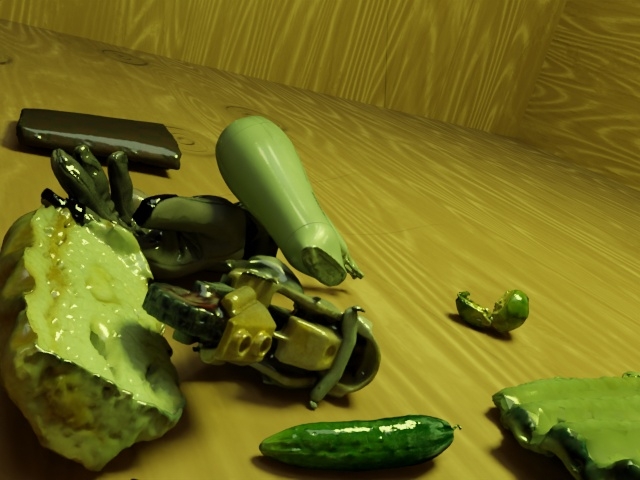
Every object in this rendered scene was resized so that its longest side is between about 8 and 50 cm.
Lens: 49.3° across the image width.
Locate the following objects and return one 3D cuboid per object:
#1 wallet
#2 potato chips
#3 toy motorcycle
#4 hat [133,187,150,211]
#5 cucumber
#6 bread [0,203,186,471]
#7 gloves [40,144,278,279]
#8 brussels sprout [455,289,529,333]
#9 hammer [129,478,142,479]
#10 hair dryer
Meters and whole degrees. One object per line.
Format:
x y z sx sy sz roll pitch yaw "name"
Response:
-0.336 -0.157 1.057 0.229 0.049 0.182 6 20 -24 "wallet"
0.365 0.198 0.589 0.429 0.070 0.358 10 14 -29 "potato chips"
-0.030 0.070 0.541 0.130 0.094 0.229 26 1 26 "toy motorcycle"
-0.230 -0.040 0.801 0.087 0.042 0.058 2 22 -37 "hat"
0.039 0.145 0.497 0.168 0.039 0.039 4 21 -26 "cucumber"
-0.168 0.058 0.487 0.128 0.088 0.232 34 11 -32 "bread"
-0.137 -0.015 0.684 0.142 0.119 0.286 -5 -17 42 "gloves"
0.202 0.083 0.817 0.083 0.050 0.046 -4 -19 16 "brussels sprout"
-0.089 0.176 0.322 0.065 0.021 0.178 17 20 1 "hammer"
0.000 0.000 0.704 0.237 0.075 0.206 46 8 -50 "hair dryer"
